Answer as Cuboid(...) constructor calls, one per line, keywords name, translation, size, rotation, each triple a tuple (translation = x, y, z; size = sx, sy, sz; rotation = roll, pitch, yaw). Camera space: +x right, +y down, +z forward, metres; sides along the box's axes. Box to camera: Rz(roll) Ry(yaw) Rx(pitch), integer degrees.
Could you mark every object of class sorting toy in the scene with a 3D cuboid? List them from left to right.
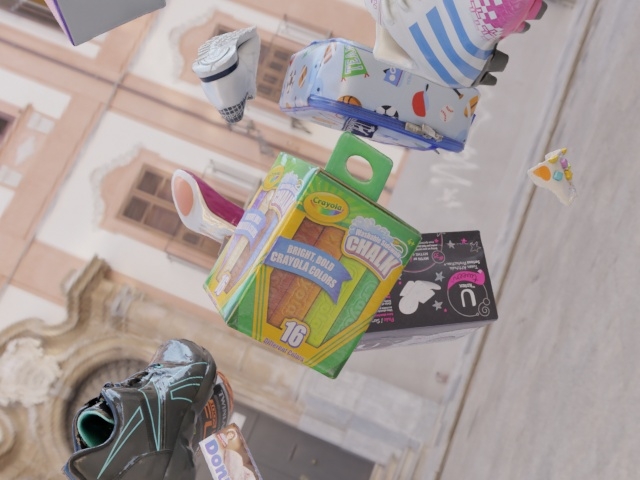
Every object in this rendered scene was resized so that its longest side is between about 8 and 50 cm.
Cuboid(name="sorting toy", translation=(0.348, -0.089, 1.124), size=(0.044, 0.075, 0.083), rotation=(-28, 4, 40))

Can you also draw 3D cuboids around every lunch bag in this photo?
Cuboid(name="lunch bag", translation=(0.082, -0.197, 1.108), size=(0.303, 0.243, 0.115), rotation=(-145, 73, -69))

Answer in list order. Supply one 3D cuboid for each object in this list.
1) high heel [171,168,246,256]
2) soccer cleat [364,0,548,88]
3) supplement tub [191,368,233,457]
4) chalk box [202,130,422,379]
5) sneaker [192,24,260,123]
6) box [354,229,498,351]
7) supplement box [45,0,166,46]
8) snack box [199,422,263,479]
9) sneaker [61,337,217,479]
Cuboid(name="high heel", translation=(-0.156, -0.043, 1.312), size=(0.117, 0.244, 0.082), rotation=(-6, -52, -45))
Cuboid(name="soccer cleat", translation=(0.107, -0.215, 0.635), size=(0.331, 0.143, 0.116), rotation=(92, -170, -77))
Cuboid(name="supplement tub", translation=(-0.300, 0.345, 1.494), size=(0.194, 0.193, 0.316), rotation=(-70, -15, 11))
Cuboid(name="chalk box", translation=(0.000, 0.000, 0.762), size=(0.213, 0.132, 0.132), rotation=(-59, 22, 3))
Cuboid(name="sneaker", translation=(-0.132, -0.259, 1.180), size=(0.235, 0.090, 0.095), rotation=(-76, -35, -57))
Cuboid(name="box", translation=(0.106, 0.082, 1.139), size=(0.163, 0.247, 0.142), rotation=(125, 139, -67))
Cuboid(name="supplement box", translation=(-0.267, -0.331, 0.812), size=(0.111, 0.220, 0.114), rotation=(-29, -23, -14))
Cuboid(name="snack box", translation=(-0.119, 0.363, 1.150), size=(0.064, 0.178, 0.022), rotation=(-31, -33, -1))
Cuboid(name="sneaker", translation=(-0.168, 0.161, 0.741), size=(0.101, 0.106, 0.267), rotation=(-49, 17, 16))
